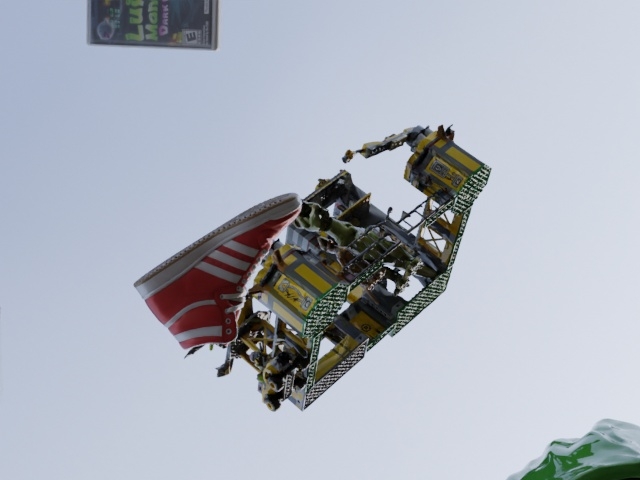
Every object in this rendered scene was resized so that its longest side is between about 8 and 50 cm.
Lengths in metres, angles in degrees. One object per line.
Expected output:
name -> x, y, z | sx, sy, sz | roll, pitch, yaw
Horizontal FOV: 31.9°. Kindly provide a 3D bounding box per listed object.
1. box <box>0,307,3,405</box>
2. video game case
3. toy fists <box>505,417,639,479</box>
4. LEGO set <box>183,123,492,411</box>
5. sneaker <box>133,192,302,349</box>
box -> -0.322, 0.116, 0.944 | 0.102, 0.087, 0.101 | 3, -53, -11
video game case -> -0.200, -0.327, 1.346 | 0.022, 0.173, 0.190 | -28, -58, -71
toy fists -> 0.224, 0.133, 0.673 | 0.279, 0.142, 0.096 | -32, -90, 4
LEGO set -> 0.000, 0.000, 1.140 | 0.331, 0.192, 0.255 | -42, -25, -25
sneaker -> -0.052, 0.023, 0.712 | 0.118, 0.042, 0.067 | -32, -84, -1
